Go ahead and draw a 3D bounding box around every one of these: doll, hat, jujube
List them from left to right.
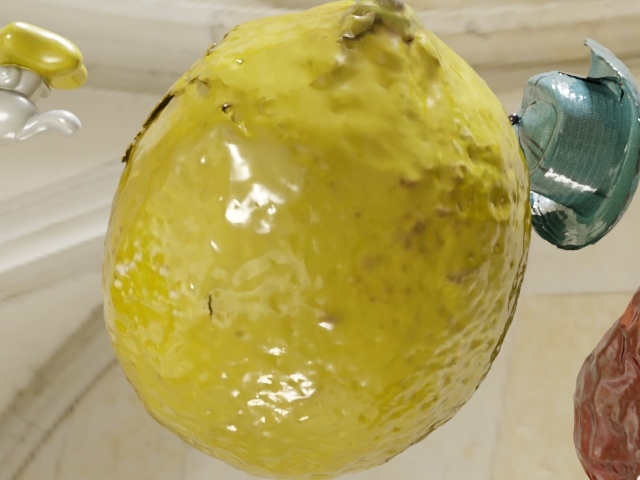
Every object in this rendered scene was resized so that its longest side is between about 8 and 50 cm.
[{"bbox_3d":[-0.233,-0.114,1.286,0.113,0.135,0.071,-46,-33,-12],"label":"doll"},{"bbox_3d":[0.173,-0.076,1.194,0.078,0.191,0.138,14,-68,-9],"label":"hat"},{"bbox_3d":[0.342,0.091,1.415,0.216,0.216,0.342,-8,-52,-49],"label":"jujube"}]

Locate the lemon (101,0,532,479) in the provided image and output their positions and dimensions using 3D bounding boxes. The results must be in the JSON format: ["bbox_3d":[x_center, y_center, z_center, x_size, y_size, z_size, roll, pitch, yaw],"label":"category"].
[{"bbox_3d":[0.000,0.000,0.969,0.253,0.253,0.310,-22,-38,-48],"label":"lemon"}]

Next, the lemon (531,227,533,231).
[{"bbox_3d":[0.192,-0.019,1.756,0.083,0.062,0.062,-32,-68,-27],"label":"lemon"}]
